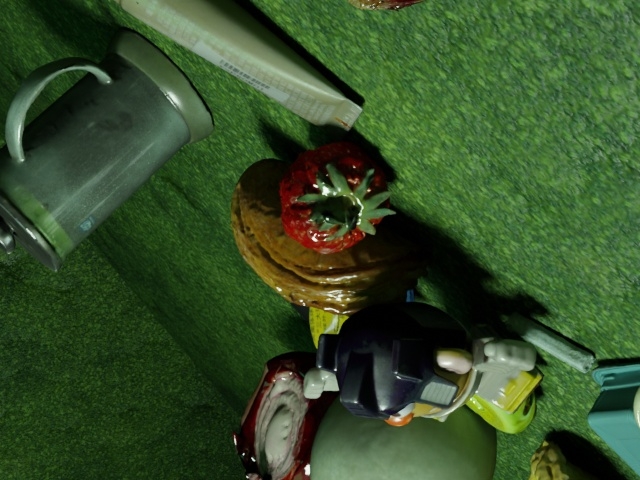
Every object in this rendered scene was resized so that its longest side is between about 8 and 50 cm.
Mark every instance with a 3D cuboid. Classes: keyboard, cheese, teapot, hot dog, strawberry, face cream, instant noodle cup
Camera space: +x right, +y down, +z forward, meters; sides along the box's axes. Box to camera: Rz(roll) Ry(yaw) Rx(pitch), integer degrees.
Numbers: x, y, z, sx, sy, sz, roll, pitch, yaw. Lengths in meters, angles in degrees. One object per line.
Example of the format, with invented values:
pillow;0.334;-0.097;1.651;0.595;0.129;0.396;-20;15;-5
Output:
keyboard;0.000;0.135;2.076;0.074;0.015;0.196;50;163;-10
cheese;0.054;0.107;1.664;0.270;0.069;0.177;-14;78;59
teapot;-0.342;-0.131;1.620;0.200;0.337;0.270;34;161;31
hot dog;0.000;0.000;1.463;0.272;0.122;0.196;31;-156;28
strawberry;0.010;-0.048;1.346;0.131;0.131;0.148;45;171;-6
face cream;-0.104;-0.225;1.281;0.341;0.084;0.137;36;167;-2
instant noodle cup;0.368;0.210;1.238;0.179;0.070;0.157;46;163;-3

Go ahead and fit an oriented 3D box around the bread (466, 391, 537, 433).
bread;0.226;0.191;1.536;0.139;0.071;0.130;31;163;36

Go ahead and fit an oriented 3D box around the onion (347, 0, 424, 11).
onion;0.050;-0.219;0.864;0.107;0.097;0.107;7;180;0

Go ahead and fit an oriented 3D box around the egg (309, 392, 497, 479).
egg;0.119;0.303;1.641;0.258;0.352;0.259;9;119;17

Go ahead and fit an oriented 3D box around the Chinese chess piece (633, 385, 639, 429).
Chinese chess piece;0.350;0.166;1.140;0.084;0.084;0.034;44;-156;-2

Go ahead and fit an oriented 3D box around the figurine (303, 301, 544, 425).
figurine;0.115;0.147;1.372;0.308;0.308;0.143;78;175;-64

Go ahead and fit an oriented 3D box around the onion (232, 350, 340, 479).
onion;0.014;0.374;2.121;0.341;0.341;0.341;40;164;14

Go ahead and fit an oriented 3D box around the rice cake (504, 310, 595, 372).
rice cake;0.262;0.116;1.335;0.121;0.022;0.021;31;163;41

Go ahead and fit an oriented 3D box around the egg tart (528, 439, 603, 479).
egg tart;0.364;0.440;1.581;0.345;0.132;0.345;-7;-90;-83
